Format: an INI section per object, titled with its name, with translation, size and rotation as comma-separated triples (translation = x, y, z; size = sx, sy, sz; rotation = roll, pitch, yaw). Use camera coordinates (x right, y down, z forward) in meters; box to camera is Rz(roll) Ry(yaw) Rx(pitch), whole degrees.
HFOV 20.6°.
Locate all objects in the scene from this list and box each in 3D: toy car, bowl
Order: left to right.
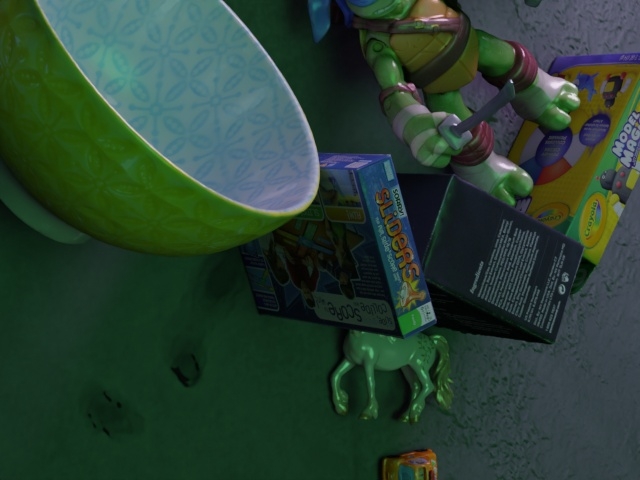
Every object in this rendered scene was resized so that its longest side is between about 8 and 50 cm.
[bowl]
translation = -0.155, -0.087, 1.266
size = 0.156, 0.289, 0.289
rotation = -40, 124, 22
[toy car]
translation = 0.077, 0.241, 1.540
size = 0.060, 0.040, 0.122
rotation = 15, 85, -35

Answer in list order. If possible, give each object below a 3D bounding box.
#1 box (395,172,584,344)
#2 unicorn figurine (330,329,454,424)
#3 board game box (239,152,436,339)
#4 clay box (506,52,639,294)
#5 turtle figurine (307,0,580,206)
[box]
translation = 0.105, 0.013, 1.472
size = 0.158, 0.156, 0.093
rotation = 26, 78, -33
[unicorn figurine]
translation = 0.052, 0.099, 1.509
size = 0.162, 0.060, 0.111
rotation = 10, 87, -51
[board game box]
translation = 0.000, 0.000, 1.371
size = 0.035, 0.201, 0.136
rotation = -25, 107, -31
[clay box]
translation = 0.220, -0.061, 1.564
size = 0.053, 0.127, 0.222
rotation = 37, 72, -30
[turtle figurine]
translation = 0.146, -0.135, 1.440
size = 0.266, 0.275, 0.198
rotation = 44, 42, -51
